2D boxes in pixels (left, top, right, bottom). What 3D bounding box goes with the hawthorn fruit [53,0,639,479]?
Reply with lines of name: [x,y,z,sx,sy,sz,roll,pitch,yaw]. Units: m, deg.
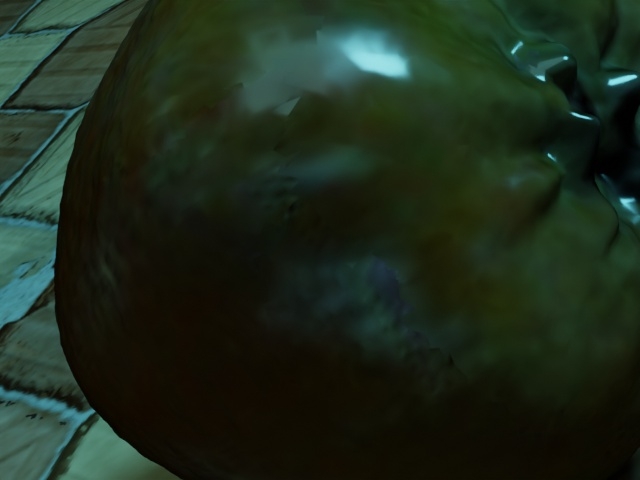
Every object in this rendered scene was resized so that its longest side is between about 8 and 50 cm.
hawthorn fruit: [0.000,0.000,0.534,0.251,0.199,0.199,-25,18,48]
